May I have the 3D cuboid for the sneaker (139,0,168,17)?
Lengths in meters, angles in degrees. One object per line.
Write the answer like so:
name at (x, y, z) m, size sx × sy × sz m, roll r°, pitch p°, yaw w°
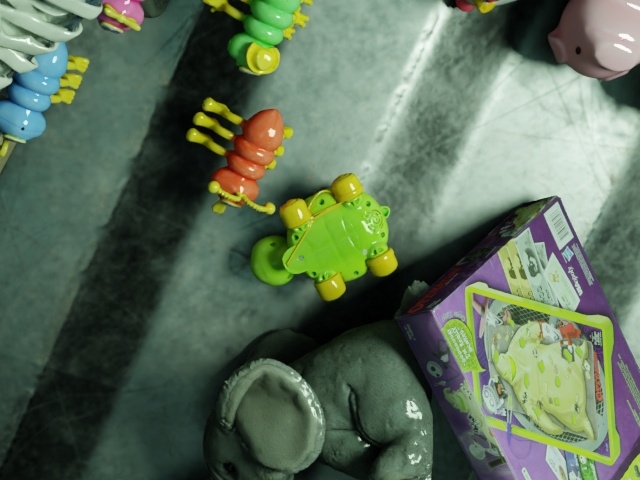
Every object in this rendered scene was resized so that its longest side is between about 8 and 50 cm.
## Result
sneaker at (-0.219, -0.298, 0.987) m, size 0.144 × 0.090 × 0.270 m, roll -10°, pitch 113°, yaw 13°

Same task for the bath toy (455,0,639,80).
bath toy at (0.258, -0.183, 1.036) m, size 0.348 × 0.151 × 0.129 m, roll 22°, pitch 137°, yaw -10°

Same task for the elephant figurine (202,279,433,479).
elephant figurine at (-0.026, 0.152, 1.053) m, size 0.239 × 0.169 × 0.186 m, roll 1°, pitch 59°, yaw 3°

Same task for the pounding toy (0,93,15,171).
pounding toy at (-0.329, -0.127, 1.005) m, size 0.181 × 0.094 × 0.206 m, roll 28°, pitch 86°, yaw -6°

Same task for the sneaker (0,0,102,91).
sneaker at (-0.231, -0.114, 0.830) m, size 0.322 × 0.130 × 0.236 m, roll -11°, pitch 68°, yaw 31°

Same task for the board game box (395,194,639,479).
board game box at (0.210, 0.160, 1.068) m, size 0.056 × 0.208 × 0.347 m, roll -16°, pitch 106°, yaw 43°

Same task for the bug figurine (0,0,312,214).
bug figurine at (-0.118, -0.134, 0.972) m, size 0.279 × 0.072 × 0.216 m, roll 15°, pitch 109°, yaw -29°

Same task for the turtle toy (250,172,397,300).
turtle toy at (0.000, 0.000, 1.069) m, size 0.130 × 0.066 × 0.095 m, roll -25°, pitch 102°, yaw 0°
